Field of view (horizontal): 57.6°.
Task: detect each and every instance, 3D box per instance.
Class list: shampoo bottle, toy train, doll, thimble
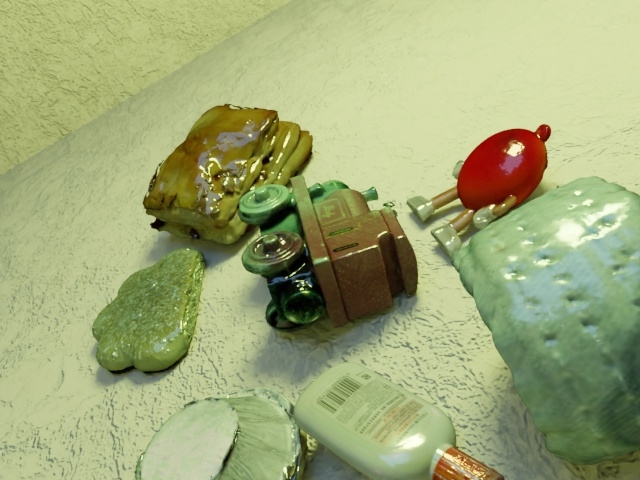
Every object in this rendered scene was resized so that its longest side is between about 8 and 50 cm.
[{"bbox_3d":[0.077,0.199,0.591,0.108,0.052,0.220,-29,36,-36],"label":"shampoo bottle"},{"bbox_3d":[0.000,0.000,0.854,0.221,0.150,0.304,-18,33,-1],"label":"toy train"},{"bbox_3d":[0.236,-0.084,0.832,0.217,0.085,0.183,-43,30,12],"label":"doll"},{"bbox_3d":[0.234,0.064,0.528,0.171,0.205,0.250,-26,50,16],"label":"thimble"}]

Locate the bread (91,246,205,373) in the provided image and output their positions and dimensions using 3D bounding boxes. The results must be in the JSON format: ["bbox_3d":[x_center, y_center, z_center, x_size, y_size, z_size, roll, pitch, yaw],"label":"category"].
[{"bbox_3d":[-0.297,0.119,0.987,0.207,0.056,0.287,-23,33,8],"label":"bread"}]

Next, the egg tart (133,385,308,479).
[{"bbox_3d":[-0.127,0.253,0.651,0.234,0.094,0.234,-22,34,16],"label":"egg tart"}]

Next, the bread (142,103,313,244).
[{"bbox_3d":[-0.195,-0.150,1.156,0.277,0.167,0.325,7,47,42],"label":"bread"}]
